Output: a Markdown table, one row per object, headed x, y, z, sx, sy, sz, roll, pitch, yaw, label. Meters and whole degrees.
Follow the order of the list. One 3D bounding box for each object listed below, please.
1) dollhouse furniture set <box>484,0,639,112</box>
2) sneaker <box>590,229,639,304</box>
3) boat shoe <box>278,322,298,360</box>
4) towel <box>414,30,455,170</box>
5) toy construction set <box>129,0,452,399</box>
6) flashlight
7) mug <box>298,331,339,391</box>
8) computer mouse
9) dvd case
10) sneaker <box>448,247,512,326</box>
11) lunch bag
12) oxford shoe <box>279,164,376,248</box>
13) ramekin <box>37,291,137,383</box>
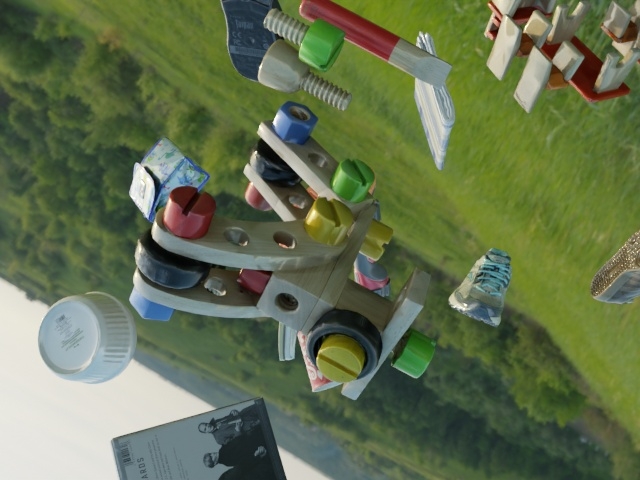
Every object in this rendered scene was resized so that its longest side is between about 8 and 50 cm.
| x | y | z | sx | sy | sz | roll | pitch | yaw | label |
| --- | --- | --- | --- | --- | --- | --- | --- | --- | --- |
| 0.370 | -0.303 | 1.146 | 0.135 | 0.261 | 0.259 | 103 | 146 | -49 | dollhouse furniture set |
| 0.475 | 0.037 | 1.084 | 0.071 | 0.066 | 0.188 | 14 | 149 | -10 | sneaker |
| -0.055 | 0.171 | 1.968 | 0.103 | 0.303 | 0.113 | 6 | 178 | -5 | boat shoe |
| 0.241 | -0.287 | 1.577 | 0.034 | 0.209 | 0.285 | -14 | 165 | 2 | towel |
| 0.019 | -0.021 | 0.626 | 0.237 | 0.309 | 0.257 | 29 | -169 | 7 | toy construction set |
| 0.133 | 0.024 | 1.999 | 0.103 | 0.103 | 0.304 | 11 | 130 | 22 | flashlight |
| 0.020 | 0.309 | 2.032 | 0.113 | 0.150 | 0.169 | 12 | -126 | -59 | mug |
| -0.069 | -0.357 | 1.145 | 0.184 | 0.060 | 0.262 | 8 | 143 | 18 | computer mouse |
| -0.169 | 0.345 | 1.085 | 0.238 | 0.179 | 0.029 | -10 | 163 | -28 | dvd case |
| 0.343 | 0.084 | 1.544 | 0.110 | 0.122 | 0.283 | 24 | -162 | 7 | sneaker |
| -0.326 | -0.122 | 1.535 | 0.096 | 0.151 | 0.129 | 38 | -177 | -42 | lunch bag |
| 0.000 | 0.000 | 1.498 | 0.130 | 0.364 | 0.132 | 46 | -165 | 29 | oxford shoe |
| -0.522 | 0.215 | 1.635 | 0.207 | 0.207 | 0.109 | 25 | -178 | 20 | ramekin |
